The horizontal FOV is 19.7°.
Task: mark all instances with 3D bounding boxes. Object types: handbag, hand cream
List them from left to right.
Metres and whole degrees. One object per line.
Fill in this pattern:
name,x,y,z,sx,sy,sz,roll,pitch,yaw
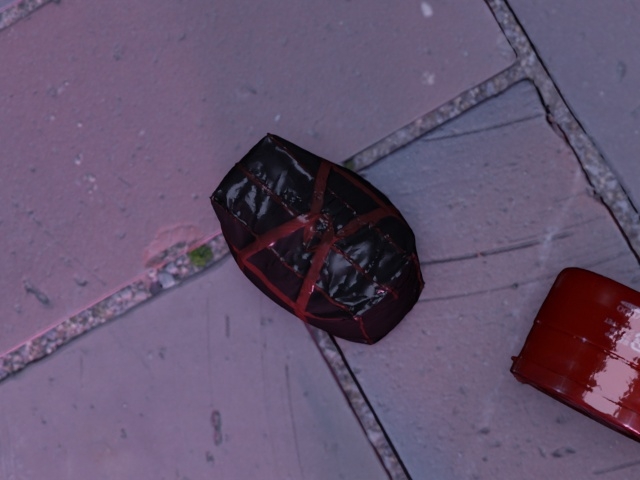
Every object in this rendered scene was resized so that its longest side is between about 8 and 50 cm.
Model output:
handbag,0.000,0.000,1.855,0.215,0.169,0.155,39,88,10
hand cream,0.292,0.118,1.797,0.193,0.193,0.125,28,85,9
